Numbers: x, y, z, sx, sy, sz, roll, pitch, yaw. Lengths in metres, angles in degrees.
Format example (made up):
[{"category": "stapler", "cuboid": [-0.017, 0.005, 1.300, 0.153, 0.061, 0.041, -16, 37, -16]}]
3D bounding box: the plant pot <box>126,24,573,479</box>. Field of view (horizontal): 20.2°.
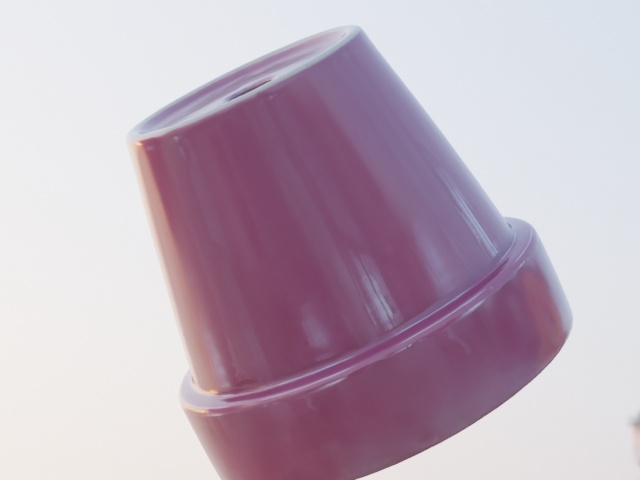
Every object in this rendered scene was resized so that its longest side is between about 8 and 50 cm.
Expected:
[{"category": "plant pot", "cuboid": [0.000, 0.000, 0.892, 0.201, 0.180, 0.201, -25, 12, 5]}]
